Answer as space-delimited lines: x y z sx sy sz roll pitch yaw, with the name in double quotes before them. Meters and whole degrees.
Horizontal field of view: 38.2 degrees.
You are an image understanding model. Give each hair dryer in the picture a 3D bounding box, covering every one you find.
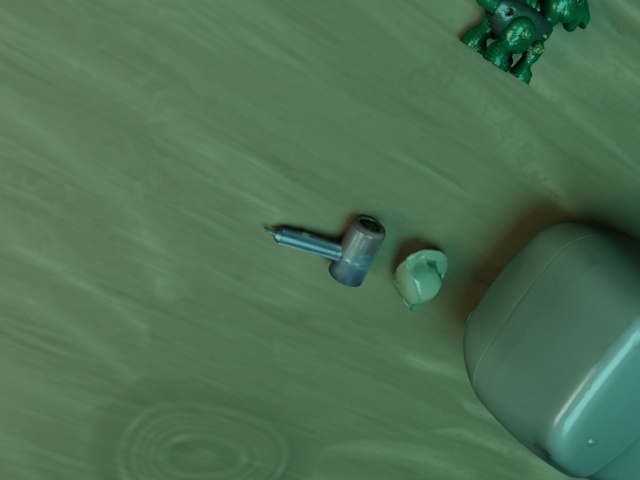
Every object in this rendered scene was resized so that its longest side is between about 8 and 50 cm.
"hair dryer" 0.000 0.000 0.885 0.114 0.037 0.063 16 118 -17

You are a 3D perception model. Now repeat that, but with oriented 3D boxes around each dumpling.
"dumpling" 0.105 0.036 0.936 0.059 0.043 0.077 -28 114 -16

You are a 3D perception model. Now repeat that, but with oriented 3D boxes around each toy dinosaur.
"toy dinosaur" 0.170 -0.192 0.782 0.132 0.059 0.096 23 108 -38

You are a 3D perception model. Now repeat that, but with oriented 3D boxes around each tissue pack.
"tissue pack" 0.314 0.123 0.947 0.333 0.236 0.229 24 107 -30
